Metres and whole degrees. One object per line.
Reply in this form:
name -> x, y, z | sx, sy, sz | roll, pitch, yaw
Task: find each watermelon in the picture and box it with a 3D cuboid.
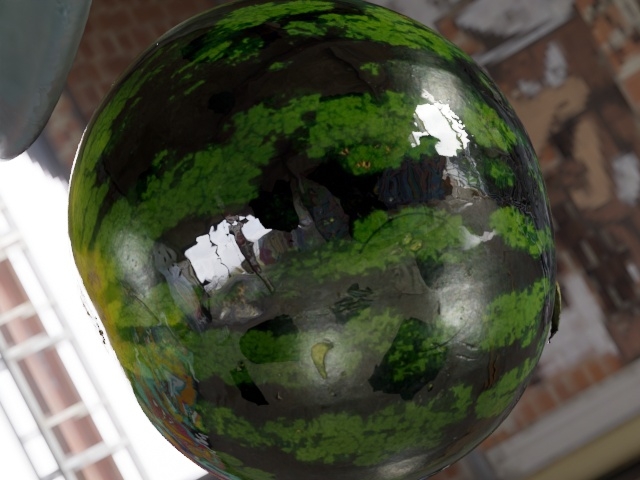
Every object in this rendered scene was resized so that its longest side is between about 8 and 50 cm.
watermelon -> -0.005, 0.000, 0.936 | 0.269, 0.269, 0.269 | -28, -10, -6

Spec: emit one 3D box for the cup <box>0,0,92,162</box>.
cup -> -0.137, -0.120, 0.408 | 0.150, 0.199, 0.199 | 2, -22, -20
